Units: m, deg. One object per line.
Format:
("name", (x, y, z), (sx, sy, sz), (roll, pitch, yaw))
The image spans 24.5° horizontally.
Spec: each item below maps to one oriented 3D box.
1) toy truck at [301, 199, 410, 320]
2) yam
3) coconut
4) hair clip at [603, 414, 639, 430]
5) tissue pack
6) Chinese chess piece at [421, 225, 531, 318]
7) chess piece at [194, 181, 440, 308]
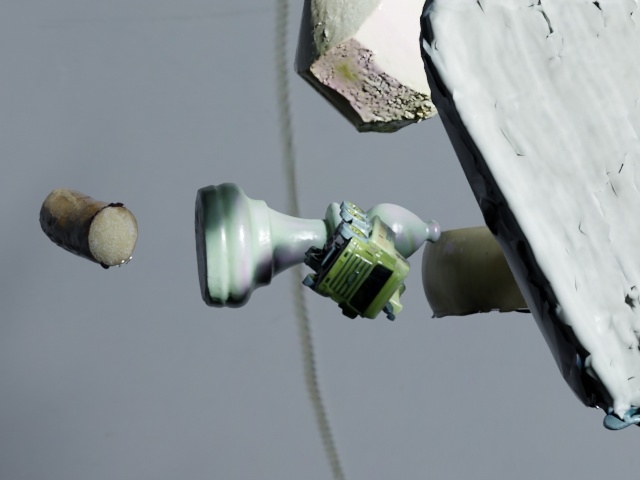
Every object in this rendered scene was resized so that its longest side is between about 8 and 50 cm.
("toy truck", (0.044, 0.025, 1.452), (0.100, 0.169, 0.077), (34, 101, -7))
("yam", (-0.290, -0.017, 1.844), (0.127, 0.084, 0.084), (18, 97, 50))
("coconut", (0.050, -0.183, 1.337), (0.147, 0.147, 0.153), (-43, 111, 7))
("hair clip", (0.451, 0.134, 1.783), (0.083, 0.048, 0.275), (28, 108, -8))
("tissue pack", (0.248, -0.038, 0.909), (0.253, 0.416, 0.264), (-24, 77, 14))
("Chinese chess piece", (0.246, 0.035, 1.722), (0.257, 0.257, 0.104), (-4, 87, 7))
("chess piece", (0.000, 0.000, 1.630), (0.272, 0.139, 0.139), (-3, 92, -10))
